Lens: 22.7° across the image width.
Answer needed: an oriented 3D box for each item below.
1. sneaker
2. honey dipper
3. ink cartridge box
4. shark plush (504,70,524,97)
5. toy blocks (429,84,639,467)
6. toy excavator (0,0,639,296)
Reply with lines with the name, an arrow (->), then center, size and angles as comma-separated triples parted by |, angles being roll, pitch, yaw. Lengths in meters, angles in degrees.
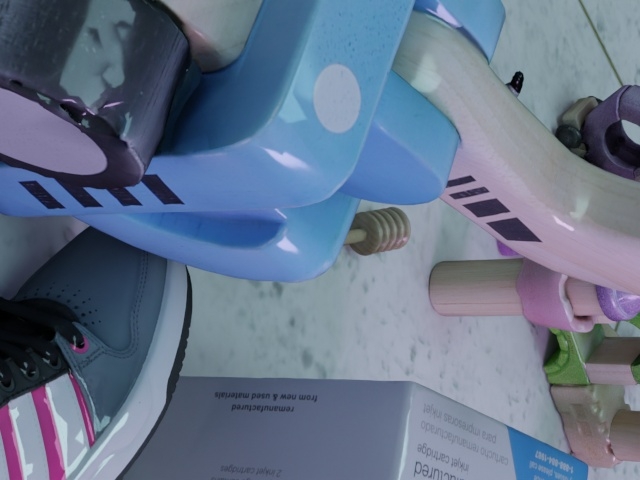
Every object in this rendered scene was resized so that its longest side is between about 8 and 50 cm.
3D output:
sneaker -> -0.178, 0.059, 0.736 | 0.296, 0.123, 0.178 | -61, 142, -34
honey dipper -> 0.000, 0.000, 1.043 | 0.160, 0.030, 0.031 | -9, 95, -49
ink cartridge box -> 0.005, 0.231, 0.891 | 0.198, 0.197, 0.270 | 28, 66, -48
shark plush -> 0.128, -0.113, 1.184 | 0.073, 0.067, 0.161 | -31, 112, -49
toy blocks -> 0.289, 0.059, 1.226 | 0.309, 0.260, 0.289 | -45, 121, -44
toy excavator -> 0.027, -0.065, 0.734 | 0.445, 0.433, 0.222 | 35, 66, -41
